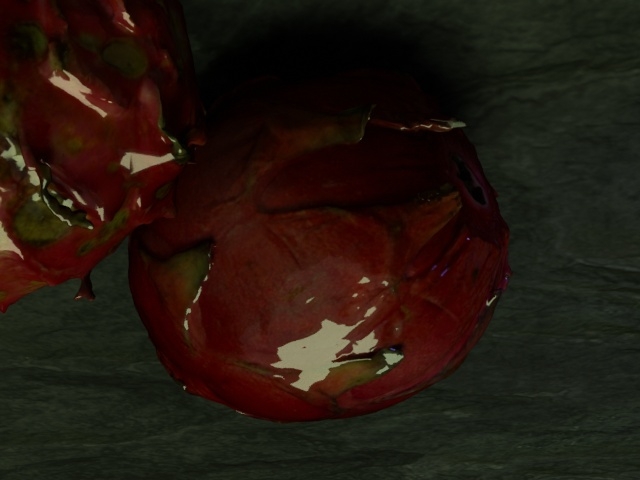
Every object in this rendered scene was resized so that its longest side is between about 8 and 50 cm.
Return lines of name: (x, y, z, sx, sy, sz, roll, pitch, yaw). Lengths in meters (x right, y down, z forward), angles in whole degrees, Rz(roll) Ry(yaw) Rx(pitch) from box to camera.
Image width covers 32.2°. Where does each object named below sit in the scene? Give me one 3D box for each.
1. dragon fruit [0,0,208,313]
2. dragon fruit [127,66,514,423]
dragon fruit: (-0.186, -0.058, 0.593, 0.268, 0.205, 0.210, -42, 107, 8)
dragon fruit: (-0.004, 0.008, 0.719, 0.252, 0.241, 0.241, 2, 155, 26)
